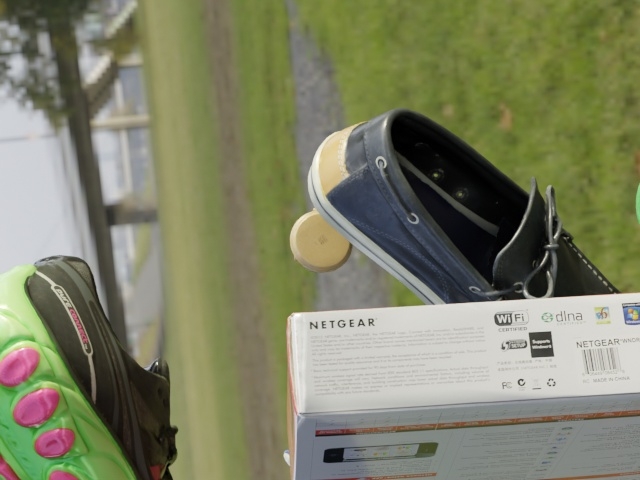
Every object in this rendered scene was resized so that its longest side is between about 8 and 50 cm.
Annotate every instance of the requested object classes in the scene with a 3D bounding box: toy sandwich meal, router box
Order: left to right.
[{"bbox_3d":[0.000,0.000,1.836,0.029,0.085,0.085,130,134,-73],"label":"toy sandwich meal"},{"bbox_3d":[0.139,0.138,1.247,0.301,0.335,0.082,96,170,-67],"label":"router box"}]

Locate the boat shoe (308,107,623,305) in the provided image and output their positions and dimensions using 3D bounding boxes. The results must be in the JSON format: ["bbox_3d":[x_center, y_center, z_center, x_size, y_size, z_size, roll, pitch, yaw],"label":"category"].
[{"bbox_3d":[0.218,0.018,1.777,0.156,0.500,0.187,-41,18,47],"label":"boat shoe"}]

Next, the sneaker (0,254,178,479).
[{"bbox_3d":[-0.182,0.221,1.419,0.202,0.185,0.483,-57,-42,-47],"label":"sneaker"}]

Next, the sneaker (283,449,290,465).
[{"bbox_3d":[0.019,0.219,1.998,0.131,0.112,0.296,37,123,32],"label":"sneaker"}]

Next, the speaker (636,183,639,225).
[{"bbox_3d":[0.476,-0.044,1.641,0.131,0.296,0.131,7,99,49],"label":"speaker"}]
